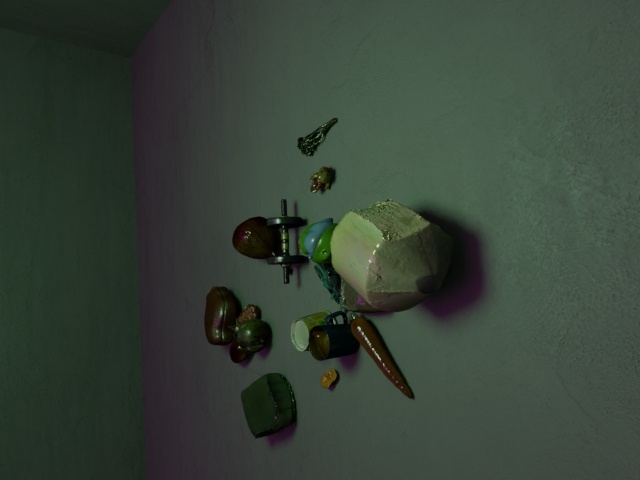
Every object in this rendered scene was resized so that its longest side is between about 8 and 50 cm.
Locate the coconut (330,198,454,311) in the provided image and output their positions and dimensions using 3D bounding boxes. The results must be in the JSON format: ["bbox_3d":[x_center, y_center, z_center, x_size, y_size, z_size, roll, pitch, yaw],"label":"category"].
[{"bbox_3d":[0.206,0.044,1.398,0.309,0.297,0.298,35,116,48],"label":"coconut"}]

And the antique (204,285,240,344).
[{"bbox_3d":[-0.455,0.352,2.349,0.224,0.128,0.278,-53,41,42],"label":"antique"}]

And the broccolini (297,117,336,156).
[{"bbox_3d":[-0.013,-0.384,1.880,0.201,0.073,0.058,-32,47,44],"label":"broccolini"}]

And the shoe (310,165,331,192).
[{"bbox_3d":[0.003,-0.216,1.850,0.109,0.072,0.069,-23,33,45],"label":"shoe"}]

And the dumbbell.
[{"bbox_3d":[-0.135,0.003,1.956,0.143,0.143,0.326,-10,81,51],"label":"dumbbell"}]

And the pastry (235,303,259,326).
[{"bbox_3d":[-0.314,0.340,2.247,0.169,0.063,0.087,-47,63,34],"label":"pastry"}]

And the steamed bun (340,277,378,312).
[{"bbox_3d":[0.132,0.162,1.640,0.175,0.106,0.145,-11,80,54],"label":"steamed bun"}]

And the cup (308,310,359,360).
[{"bbox_3d":[0.054,0.324,1.709,0.113,0.138,0.150,47,124,41],"label":"cup"}]

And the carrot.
[{"bbox_3d":[0.183,0.359,1.608,0.336,0.069,0.069,56,130,31],"label":"carrot"}]

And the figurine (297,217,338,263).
[{"bbox_3d":[0.000,0.000,1.794,0.162,0.143,0.263,-53,19,-10],"label":"figurine"}]

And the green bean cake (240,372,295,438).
[{"bbox_3d":[-0.206,0.664,2.045,0.227,0.124,0.223,-44,53,39],"label":"green bean cake"}]

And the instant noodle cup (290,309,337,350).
[{"bbox_3d":[-0.028,0.329,1.827,0.151,0.122,0.152,-1,88,54],"label":"instant noodle cup"}]

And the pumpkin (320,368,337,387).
[{"bbox_3d":[0.036,0.491,1.815,0.083,0.028,0.050,-49,50,28],"label":"pumpkin"}]

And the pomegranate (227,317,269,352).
[{"bbox_3d":[-0.298,0.400,2.141,0.169,0.148,0.149,-9,81,30],"label":"pomegranate"}]

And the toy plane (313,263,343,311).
[{"bbox_3d":[0.037,0.147,1.803,0.235,0.060,0.096,58,139,39],"label":"toy plane"}]

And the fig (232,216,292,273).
[{"bbox_3d":[-0.217,0.016,2.097,0.290,0.191,0.191,24,113,7],"label":"fig"}]

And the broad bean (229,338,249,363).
[{"bbox_3d":[-0.360,0.489,2.277,0.165,0.084,0.114,-49,26,44],"label":"broad bean"}]
